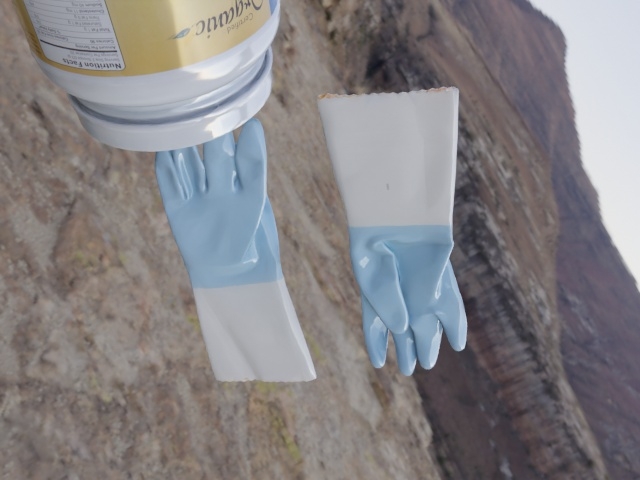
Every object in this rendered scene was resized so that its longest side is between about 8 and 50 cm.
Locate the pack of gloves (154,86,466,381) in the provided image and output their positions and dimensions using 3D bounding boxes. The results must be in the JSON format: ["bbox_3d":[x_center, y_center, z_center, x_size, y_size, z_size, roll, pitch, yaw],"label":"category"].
[{"bbox_3d":[0.000,0.000,0.535,0.046,0.195,0.232,-78,163,-54],"label":"pack of gloves"}]

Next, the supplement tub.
[{"bbox_3d":[-0.099,-0.163,0.411,0.144,0.144,0.199,-106,-175,-46],"label":"supplement tub"}]
